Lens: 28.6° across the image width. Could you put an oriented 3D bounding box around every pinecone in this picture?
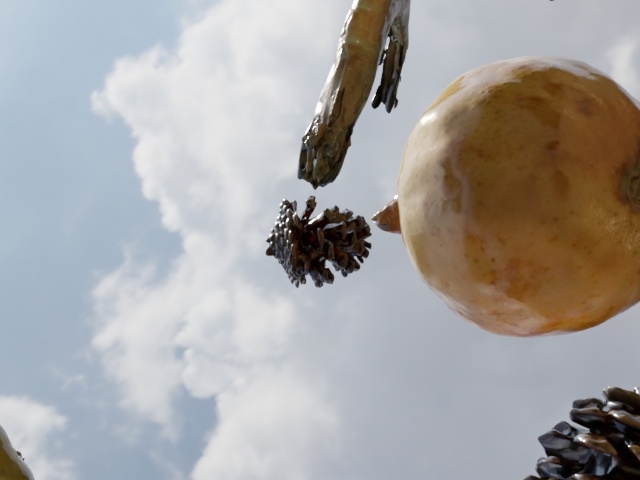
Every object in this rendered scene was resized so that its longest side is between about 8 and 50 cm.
[{"bbox_3d":[0.251,0.219,1.000,0.184,0.179,0.205,29,-122,1],"label":"pinecone"},{"bbox_3d":[-0.002,0.001,1.310,0.109,0.102,0.102,1,-106,-34],"label":"pinecone"}]

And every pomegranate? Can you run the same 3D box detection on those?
[{"bbox_3d":[0.156,-0.029,0.903,0.207,0.207,0.207,11,-112,-30],"label":"pomegranate"}]

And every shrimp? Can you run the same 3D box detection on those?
[{"bbox_3d":[0.034,-0.138,1.122,0.046,0.152,0.219,18,-102,14],"label":"shrimp"}]

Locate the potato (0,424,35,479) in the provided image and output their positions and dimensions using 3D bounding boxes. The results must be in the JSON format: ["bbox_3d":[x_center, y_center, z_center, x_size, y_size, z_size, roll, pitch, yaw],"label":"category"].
[{"bbox_3d":[-0.386,0.241,1.269,0.200,0.137,0.154,48,-139,-18],"label":"potato"}]
